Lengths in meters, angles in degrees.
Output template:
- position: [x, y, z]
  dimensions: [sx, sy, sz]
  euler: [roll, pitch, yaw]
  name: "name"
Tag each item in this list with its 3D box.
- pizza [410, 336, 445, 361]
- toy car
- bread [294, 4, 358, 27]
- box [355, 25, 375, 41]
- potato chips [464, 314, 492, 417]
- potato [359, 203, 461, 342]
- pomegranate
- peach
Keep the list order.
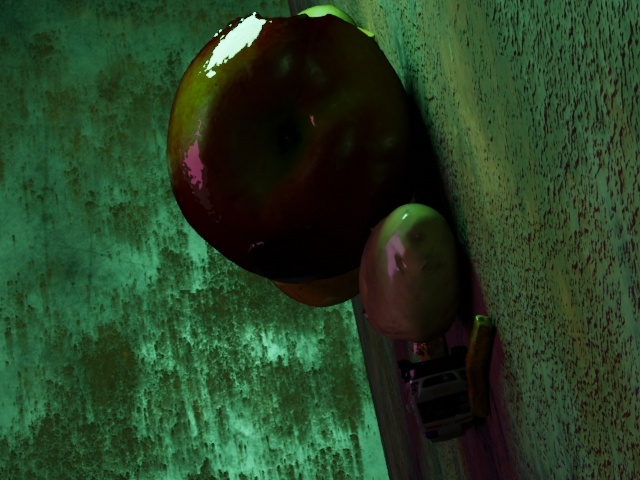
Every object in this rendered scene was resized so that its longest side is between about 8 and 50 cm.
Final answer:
- position: [0.147, 0.120, 1.782]
  dimensions: [0.175, 0.046, 0.134]
  euler: [-145, 44, -87]
  name: "pizza"
- position: [0.151, 0.197, 1.509]
  dimensions: [0.210, 0.089, 0.108]
  euler: [72, -174, -79]
  name: "toy car"
- position: [0.008, -0.302, 2.012]
  dimensions: [0.158, 0.156, 0.261]
  euler: [47, -147, -25]
  name: "bread"
- position: [0.020, -0.181, 1.895]
  dimensions: [0.076, 0.174, 0.274]
  euler: [25, 140, 36]
  name: "box"
- position: [0.181, 0.139, 1.360]
  dimensions: [0.204, 0.026, 0.037]
  euler: [84, 173, -53]
  name: "potato chips"
- position: [0.107, 0.045, 1.456]
  dimensions: [0.235, 0.128, 0.161]
  euler: [123, 131, -79]
  name: "potato"
- position: [0.000, 0.000, 2.275]
  dimensions: [0.264, 0.264, 0.264]
  euler: [169, 90, -88]
  name: "pomegranate"
- position: [-0.035, -0.102, 1.596]
  dimensions: [0.406, 0.335, 0.310]
  euler: [90, 175, -68]
  name: "peach"
